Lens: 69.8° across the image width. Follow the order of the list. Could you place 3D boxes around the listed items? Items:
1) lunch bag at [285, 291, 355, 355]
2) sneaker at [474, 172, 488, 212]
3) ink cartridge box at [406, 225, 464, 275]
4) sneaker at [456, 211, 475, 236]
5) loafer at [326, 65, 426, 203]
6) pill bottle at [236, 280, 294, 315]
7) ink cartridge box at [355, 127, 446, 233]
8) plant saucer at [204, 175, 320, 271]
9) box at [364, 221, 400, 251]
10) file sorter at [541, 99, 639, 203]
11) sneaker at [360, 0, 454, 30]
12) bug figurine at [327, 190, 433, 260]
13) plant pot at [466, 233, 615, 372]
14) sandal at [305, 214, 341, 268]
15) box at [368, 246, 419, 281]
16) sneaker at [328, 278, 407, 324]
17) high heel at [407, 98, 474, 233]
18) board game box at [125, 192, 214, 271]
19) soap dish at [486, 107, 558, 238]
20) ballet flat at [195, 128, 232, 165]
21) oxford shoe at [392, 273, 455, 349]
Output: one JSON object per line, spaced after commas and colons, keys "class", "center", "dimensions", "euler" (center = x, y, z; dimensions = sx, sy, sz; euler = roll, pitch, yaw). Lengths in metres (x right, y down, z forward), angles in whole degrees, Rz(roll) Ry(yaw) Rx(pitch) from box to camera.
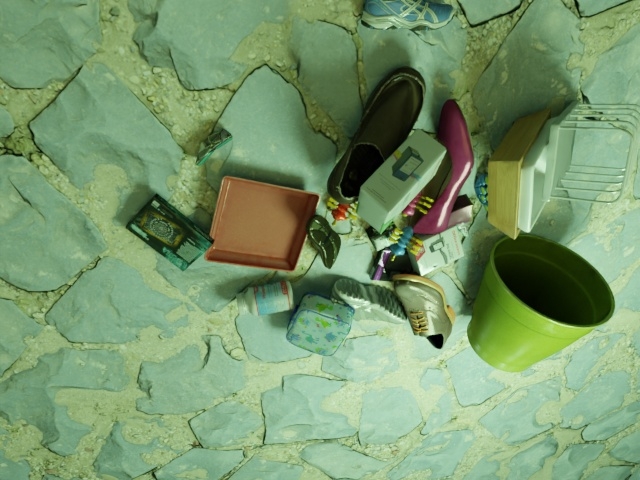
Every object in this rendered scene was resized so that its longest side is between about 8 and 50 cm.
{"class": "lunch bag", "center": [-0.007, 0.253, 1.391], "dimensions": [0.176, 0.090, 0.218], "euler": [20, 136, -5]}
{"class": "sneaker", "center": [0.513, -0.130, 1.343], "dimensions": [0.078, 0.067, 0.188], "euler": [-46, 122, -9]}
{"class": "ink cartridge box", "center": [0.340, 0.021, 1.366], "dimensions": [0.151, 0.063, 0.109], "euler": [-25, 113, -7]}
{"class": "sneaker", "center": [0.437, -0.058, 1.376], "dimensions": [0.069, 0.038, 0.098], "euler": [-41, 123, 14]}
{"class": "loafer", "center": [0.144, -0.235, 1.096], "dimensions": [0.134, 0.130, 0.365], "euler": [25, 105, -10]}
{"class": "pill bottle", "center": [-0.162, 0.173, 1.344], "dimensions": [0.160, 0.087, 0.087], "euler": [-10, 124, -9]}
{"class": "ink cartridge box", "center": [0.188, -0.139, 1.094], "dimensions": [0.212, 0.093, 0.154], "euler": [-45, 167, -12]}
{"class": "plant saucer", "center": [-0.159, -0.044, 1.226], "dimensions": [0.259, 0.047, 0.258], "euler": [9, 121, -20]}
{"class": "box", "center": [0.181, -0.018, 1.321], "dimensions": [0.083, 0.062, 0.052], "euler": [-27, 124, 4]}
{"class": "file sorter", "center": [0.687, -0.226, 1.150], "dimensions": [0.278, 0.173, 0.192], "euler": [-36, 128, -44]}
{"class": "sneaker", "center": [0.195, -0.505, 0.994], "dimensions": [0.212, 0.080, 0.081], "euler": [-6, 127, -12]}
{"class": "bug figurine", "center": [0.168, -0.085, 1.240], "dimensions": [0.279, 0.072, 0.216], "euler": [31, 101, -5]}
{"class": "plant pot", "center": [0.645, 0.229, 1.463], "dimensions": [0.367, 0.366, 0.352], "euler": [1, 134, -15]}
{"class": "sandal", "center": [0.000, 0.000, 1.277], "dimensions": [0.089, 0.060, 0.219], "euler": [-58, 146, -16]}
{"class": "box", "center": [0.243, 0.077, 1.422], "dimensions": [0.162, 0.029, 0.115], "euler": [7, 121, -17]}
{"class": "sneaker", "center": [0.146, 0.206, 1.455], "dimensions": [0.282, 0.105, 0.115], "euler": [23, 129, -18]}
{"class": "high heel", "center": [0.305, -0.176, 1.219], "dimensions": [0.182, 0.127, 0.376], "euler": [-14, 121, 3]}
{"class": "board game box", "center": [-0.383, -0.017, 1.170], "dimensions": [0.126, 0.026, 0.186], "euler": [-39, 112, 21]}
{"class": "soap dish", "center": [0.529, -0.180, 1.197], "dimensions": [0.291, 0.118, 0.228], "euler": [-47, 137, -36]}
{"class": "ballet flat", "center": [-0.261, -0.225, 1.091], "dimensions": [0.114, 0.041, 0.041], "euler": [-37, 124, 10]}
{"class": "oxford shoe", "center": [0.329, 0.225, 1.439], "dimensions": [0.130, 0.132, 0.364], "euler": [-8, 142, 39]}
